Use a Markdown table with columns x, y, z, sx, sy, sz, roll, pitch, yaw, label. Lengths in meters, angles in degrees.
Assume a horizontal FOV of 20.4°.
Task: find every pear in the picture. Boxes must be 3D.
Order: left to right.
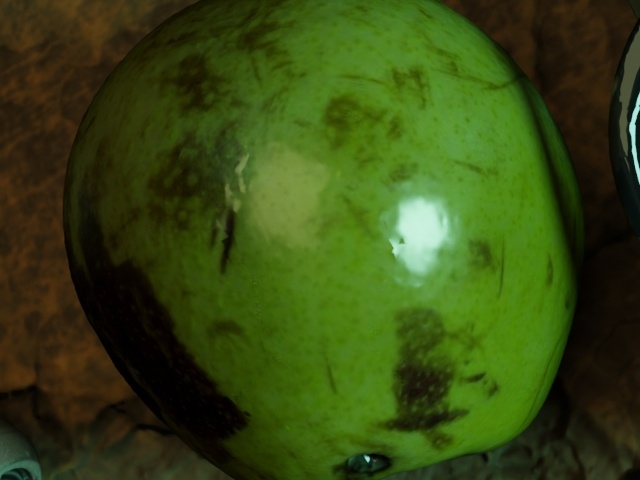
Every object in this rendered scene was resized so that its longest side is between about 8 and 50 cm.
| x | y | z | sx | sy | sz | roll | pitch | yaw | label |
| --- | --- | --- | --- | --- | --- | --- | --- | --- | --- |
| 0.000 | 0.000 | 0.924 | 0.283 | 0.283 | 0.283 | -5 | 76 | 23 | pear |

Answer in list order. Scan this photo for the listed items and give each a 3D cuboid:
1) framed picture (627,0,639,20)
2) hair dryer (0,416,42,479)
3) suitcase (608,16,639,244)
| x | y | z | sx | sy | sz | roll | pitch | yaw | label |
| --- | --- | --- | --- | --- | --- | --- | --- | --- | --- |
| 0.259 | -0.252 | 0.988 | 0.265 | 0.018 | 0.192 | -28 | 61 | 15 | framed picture |
| -0.318 | 0.227 | 1.115 | 0.189 | 0.107 | 0.344 | 32 | 101 | 24 | hair dryer |
| 0.303 | -0.063 | 0.818 | 0.339 | 0.194 | 0.351 | -8 | 91 | 16 | suitcase |
